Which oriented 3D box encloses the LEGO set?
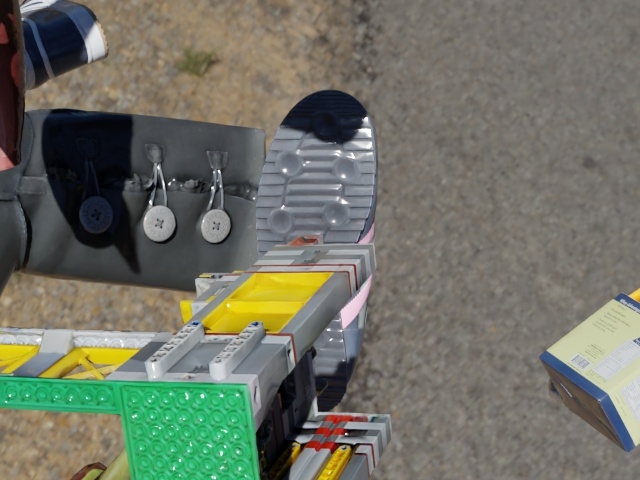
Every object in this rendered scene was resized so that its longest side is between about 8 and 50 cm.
[{"bbox_3d":[-0.075,0.134,0.529,0.192,0.255,0.331,-43,121,-66],"label":"LEGO set"}]

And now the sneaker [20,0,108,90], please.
[{"bbox_3d":[-0.405,-0.262,1.596,0.153,0.282,0.099,-29,115,-23],"label":"sneaker"}]

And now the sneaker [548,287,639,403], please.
[{"bbox_3d":[0.348,0.119,1.414,0.215,0.083,0.084,-35,39,-25],"label":"sneaker"}]

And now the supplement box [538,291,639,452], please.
[{"bbox_3d":[0.224,0.095,0.876,0.056,0.083,0.083,58,-9,-27],"label":"supplement box"}]

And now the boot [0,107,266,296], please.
[{"bbox_3d":[-0.263,0.034,1.311,0.146,0.367,0.445,18,11,42],"label":"boot"}]

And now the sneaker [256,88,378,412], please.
[{"bbox_3d":[0.000,0.000,1.140,0.112,0.319,0.131,11,22,9],"label":"sneaker"}]

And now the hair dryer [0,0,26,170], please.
[{"bbox_3d":[-0.271,-0.143,0.843,0.080,0.293,0.224,-2,64,3],"label":"hair dryer"}]
